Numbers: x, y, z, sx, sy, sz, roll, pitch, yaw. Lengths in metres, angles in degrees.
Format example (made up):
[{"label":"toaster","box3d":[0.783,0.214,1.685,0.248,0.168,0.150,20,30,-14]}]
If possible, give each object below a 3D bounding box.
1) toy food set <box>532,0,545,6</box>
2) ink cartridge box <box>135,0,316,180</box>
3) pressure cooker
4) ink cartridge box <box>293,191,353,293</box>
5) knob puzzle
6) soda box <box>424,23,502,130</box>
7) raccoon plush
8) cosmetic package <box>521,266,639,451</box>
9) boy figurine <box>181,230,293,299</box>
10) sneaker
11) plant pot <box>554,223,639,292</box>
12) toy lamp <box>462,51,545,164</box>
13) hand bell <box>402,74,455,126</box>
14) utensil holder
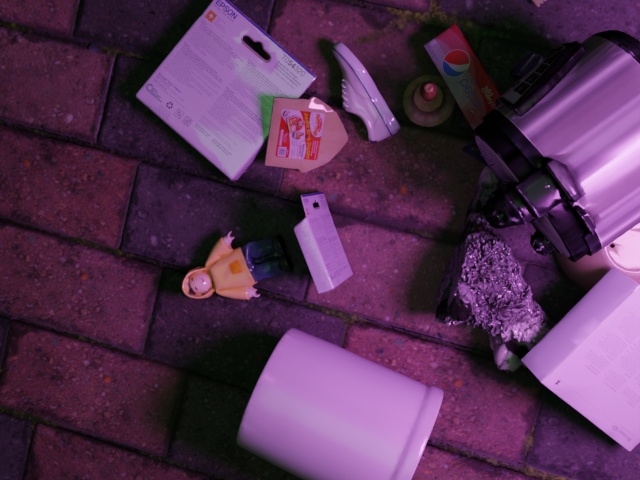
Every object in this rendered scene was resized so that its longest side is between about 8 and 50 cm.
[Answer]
[{"label":"toy food set","box3d":[0.543,-0.643,1.770,0.192,0.038,0.132,-40,80,14]},{"label":"ink cartridge box","box3d":[-0.229,-0.373,1.886,0.324,0.071,0.330,42,95,4]},{"label":"pressure cooker","box3d":[0.509,-0.163,1.538,0.420,0.370,0.375,-37,46,10]},{"label":"ink cartridge box","box3d":[0.000,0.000,1.797,0.045,0.223,0.223,-19,90,15]},{"label":"knob puzzle","box3d":[-0.030,-0.258,1.858,0.213,0.030,0.213,-4,117,-9]},{"label":"soda box","box3d":[0.342,-0.357,1.747,0.092,0.083,0.263,-33,70,20]},{"label":"raccoon plush","box3d":[0.458,0.079,1.753,0.299,0.216,0.446,18,96,-1]},{"label":"cosmetic package","box3d":[0.664,0.270,1.686,0.377,0.097,0.284,38,98,-30]},{"label":"boy figurine","box3d":[-0.218,0.067,1.904,0.285,0.092,0.177,-17,94,6]},{"label":"sneaker","box3d":[0.088,-0.350,1.825,0.091,0.094,0.258,-32,89,5]},{"label":"plant pot","box3d":[0.678,0.001,1.710,0.284,0.191,0.284,1,93,9]},{"label":"toy lamp","box3d":[0.433,-0.310,1.786,0.080,0.080,0.274,34,100,5]},{"label":"hand bell","box3d":[0.243,-0.327,1.728,0.126,0.242,0.126,1,95,9]},{"label":"utensil holder","box3d":[0.042,0.417,1.770,0.386,0.327,0.327,23,97,8]}]
